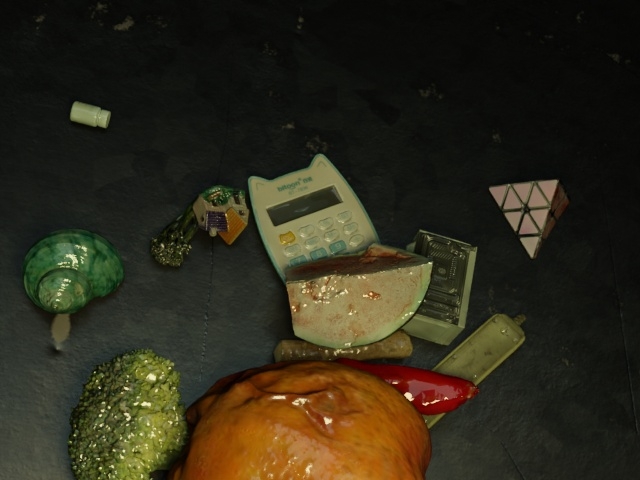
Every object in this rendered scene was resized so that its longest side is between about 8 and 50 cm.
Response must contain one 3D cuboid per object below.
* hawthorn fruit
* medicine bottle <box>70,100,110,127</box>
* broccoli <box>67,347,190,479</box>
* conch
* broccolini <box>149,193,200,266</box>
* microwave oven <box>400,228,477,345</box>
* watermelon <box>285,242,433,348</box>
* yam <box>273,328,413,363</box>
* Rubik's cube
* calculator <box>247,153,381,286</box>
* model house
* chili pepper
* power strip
[{"bbox_3d":[-0.036,0.408,1.616,0.472,0.471,0.471,5,62,-10],"label":"hawthorn fruit"},{"bbox_3d":[-0.526,-0.286,2.137,0.083,0.047,0.047,15,61,-6],"label":"medicine bottle"},{"bbox_3d":[-0.350,0.358,1.750,0.260,0.235,0.288,28,95,5],"label":"broccoli"},{"bbox_3d":[-0.509,0.067,1.909,0.196,0.134,0.202,15,60,-3],"label":"conch"},{"bbox_3d":[-0.307,-0.034,2.047,0.091,0.068,0.202,11,59,15],"label":"broccolini"},{"bbox_3d":[0.248,0.103,2.067,0.162,0.122,0.208,17,61,-5],"label":"microwave oven"},{"bbox_3d":[0.085,0.102,1.948,0.305,0.180,0.223,-11,65,1],"label":"watermelon"},{"bbox_3d":[0.046,0.232,1.990,0.300,0.066,0.066,-4,64,-15],"label":"yam"},{"bbox_3d":[0.488,-0.115,2.232,0.178,0.190,0.211,24,54,20],"label":"Rubik's cube"},{"bbox_3d":[0.000,0.000,2.105,0.256,0.054,0.386,-21,71,-22],"label":"calculator"},{"bbox_3d":[-0.213,-0.055,2.048,0.101,0.088,0.100,5,54,-38],"label":"model house"},{"bbox_3d":[0.128,0.301,1.917,0.388,0.110,0.110,3,61,12],"label":"chili pepper"},{"bbox_3d":[0.315,0.276,2.030,0.388,0.066,0.092,-36,74,-23],"label":"power strip"}]
